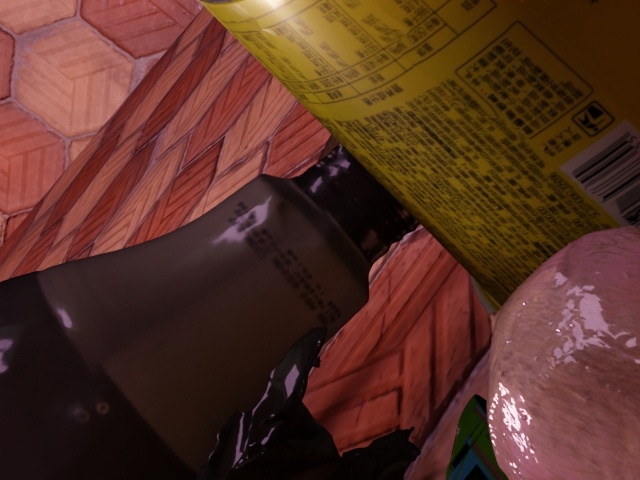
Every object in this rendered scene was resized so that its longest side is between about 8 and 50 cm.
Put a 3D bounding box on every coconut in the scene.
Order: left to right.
[{"bbox_3d":[0.108,0.047,0.489,0.124,0.110,0.110,30,80,34],"label":"coconut"}]

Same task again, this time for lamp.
[{"bbox_3d":[-0.071,0.076,0.769,0.314,0.182,0.182,-26,20,8],"label":"lamp"}]

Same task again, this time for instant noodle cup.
[{"bbox_3d":[0.102,-0.133,0.642,0.311,0.221,0.311,-39,30,28],"label":"instant noodle cup"}]

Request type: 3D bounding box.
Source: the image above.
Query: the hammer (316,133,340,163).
[{"bbox_3d":[0.000,0.000,0.885,0.440,0.044,0.168,-64,16,10],"label":"hammer"}]

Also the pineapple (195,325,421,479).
[{"bbox_3d":[-0.081,0.194,0.653,0.364,0.165,0.165,-55,15,-12],"label":"pineapple"}]

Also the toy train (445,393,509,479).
[{"bbox_3d":[0.084,0.113,0.566,0.042,0.044,0.209,-53,14,4],"label":"toy train"}]
